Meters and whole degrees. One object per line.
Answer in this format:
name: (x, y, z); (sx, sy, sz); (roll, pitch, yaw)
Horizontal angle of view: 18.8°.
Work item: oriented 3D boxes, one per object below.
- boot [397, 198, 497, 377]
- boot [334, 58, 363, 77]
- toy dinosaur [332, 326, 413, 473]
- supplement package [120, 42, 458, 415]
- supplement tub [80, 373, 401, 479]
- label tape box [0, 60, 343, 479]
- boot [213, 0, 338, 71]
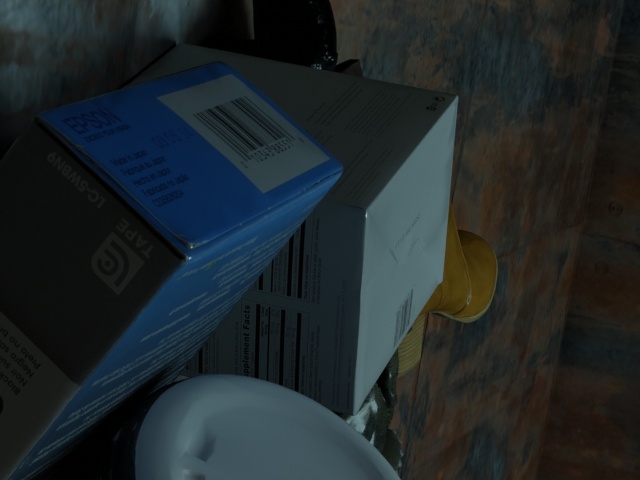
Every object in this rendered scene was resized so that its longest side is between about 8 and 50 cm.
boot: (0.116, -0.012, 1.949); (0.295, 0.104, 0.211); (-46, 145, -54)
boot: (0.009, -0.018, 1.603); (0.248, 0.090, 0.207); (-49, 120, -52)
toy dinosaur: (0.017, 0.155, 1.705); (0.313, 0.121, 0.160); (12, 76, -78)
supplement package: (-0.038, -0.013, 1.252); (0.194, 0.203, 0.149); (-50, 148, -57)
supplement tub: (-0.093, 0.239, 1.091); (0.316, 0.193, 0.193); (-53, 180, 35)
label tape box: (-0.155, 0.072, 1.028); (0.333, 0.106, 0.240); (-51, 173, 20)
boot: (-0.037, -0.047, 1.419); (0.207, 0.094, 0.246); (79, 20, -60)
